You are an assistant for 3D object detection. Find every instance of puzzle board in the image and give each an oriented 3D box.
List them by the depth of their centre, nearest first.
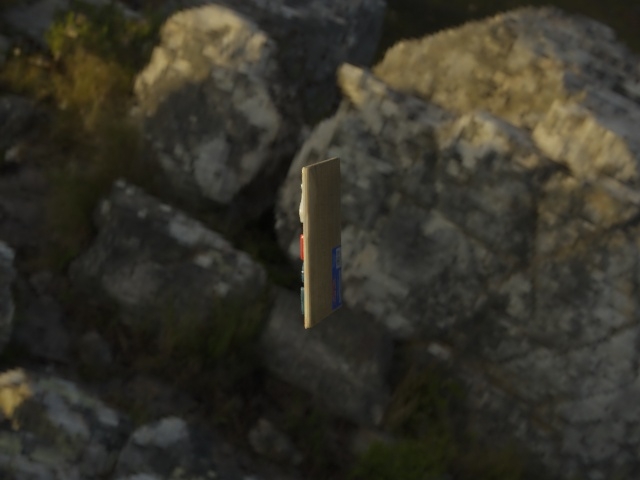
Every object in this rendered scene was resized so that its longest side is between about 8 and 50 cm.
[{"bbox_3d":[0.000,0.000,1.172,0.011,0.128,0.096,2,8,15],"label":"puzzle board"}]
